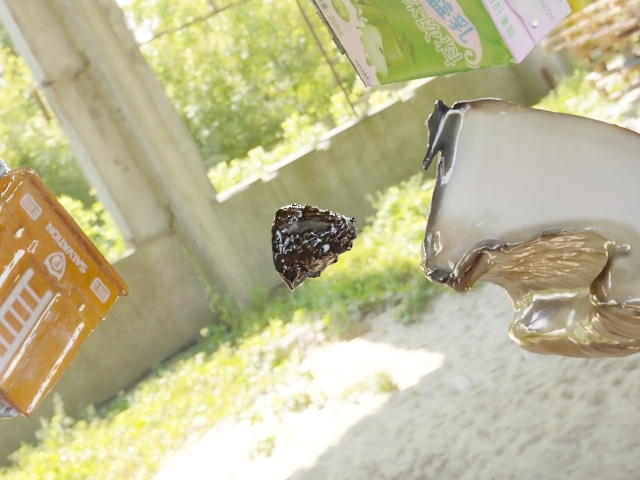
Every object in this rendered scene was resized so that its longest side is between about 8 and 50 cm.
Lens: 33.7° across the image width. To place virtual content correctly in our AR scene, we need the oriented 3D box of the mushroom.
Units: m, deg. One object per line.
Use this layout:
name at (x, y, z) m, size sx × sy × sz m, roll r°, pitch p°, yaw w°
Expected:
mushroom at (0.309, 0.017, 1.218) m, size 0.314 × 0.224 × 0.397 m, roll 8°, pitch -16°, yaw 27°

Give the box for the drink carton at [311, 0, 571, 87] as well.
drink carton at (0.116, -0.269, 1.142) m, size 0.108 × 0.161 × 0.271 m, roll -45°, pitch 25°, yaw -24°

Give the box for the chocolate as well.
chocolate at (0.000, 0.000, 1.870) m, size 0.133 × 0.156 × 0.156 m, roll -8°, pitch 14°, yaw 25°

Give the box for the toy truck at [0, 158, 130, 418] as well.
toy truck at (-0.392, 0.068, 0.978) m, size 0.388 × 0.173 × 0.207 m, roll -9°, pitch 40°, yaw 32°
